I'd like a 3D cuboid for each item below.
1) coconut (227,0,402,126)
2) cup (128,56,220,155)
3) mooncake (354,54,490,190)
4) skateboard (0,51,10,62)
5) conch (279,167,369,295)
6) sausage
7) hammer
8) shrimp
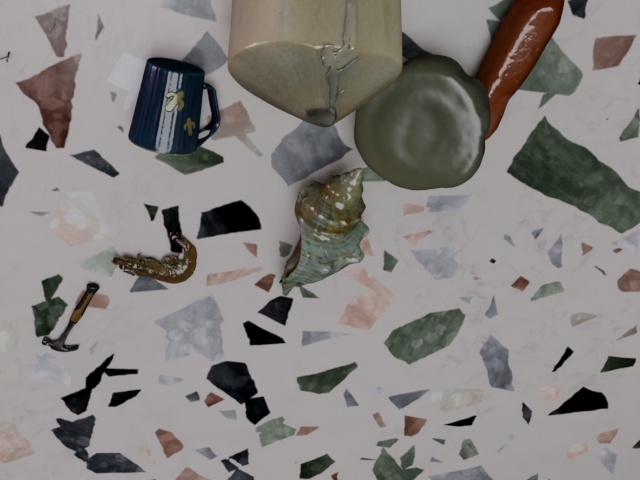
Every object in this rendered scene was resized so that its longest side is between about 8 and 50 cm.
[{"bbox_3d":[-0.010,-0.344,1.280,0.323,0.323,0.323,-4,120,-7],"label":"coconut"},{"bbox_3d":[-0.267,-0.255,1.419,0.176,0.131,0.155,-7,121,-39],"label":"cup"},{"bbox_3d":[0.198,-0.229,1.449,0.275,0.135,0.275,8,116,17],"label":"mooncake"},{"bbox_3d":[-0.603,-0.312,1.381,0.083,0.032,0.064,-19,130,4],"label":"skateboard"},{"bbox_3d":[0.013,0.003,1.564,0.169,0.203,0.386,18,126,7],"label":"conch"},{"bbox_3d":[0.363,-0.341,1.472,0.094,0.097,0.348,24,115,-8],"label":"sausage"},{"bbox_3d":[-0.542,0.174,1.668,0.078,0.021,0.201,28,113,-22],"label":"hammer"},{"bbox_3d":[-0.350,0.032,1.610,0.178,0.034,0.124,16,113,-19],"label":"shrimp"}]
